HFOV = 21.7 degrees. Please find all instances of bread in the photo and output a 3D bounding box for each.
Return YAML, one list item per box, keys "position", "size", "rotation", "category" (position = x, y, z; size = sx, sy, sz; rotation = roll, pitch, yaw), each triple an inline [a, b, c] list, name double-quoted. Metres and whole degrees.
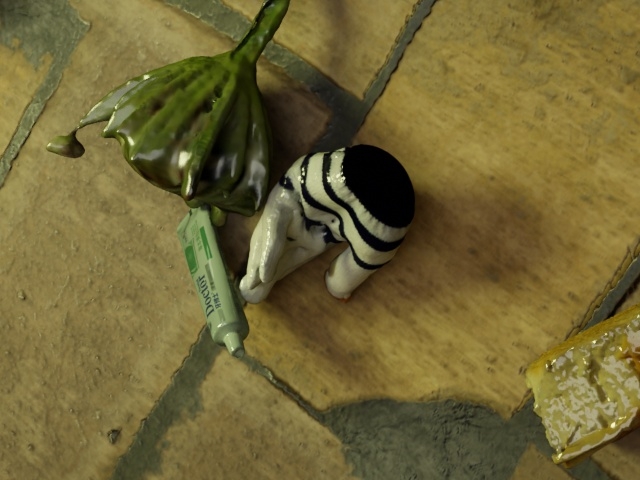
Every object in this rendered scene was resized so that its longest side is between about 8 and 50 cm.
- position: [0.338, 0.103, 1.603]
  size: [0.275, 0.185, 0.114]
  rotation: [-32, 85, 18]
  category: "bread"

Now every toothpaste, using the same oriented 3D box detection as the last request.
- position: [-0.116, 0.041, 1.802]
  size: [0.064, 0.041, 0.218]
  rotation: [-52, 41, 30]
  category: "toothpaste"

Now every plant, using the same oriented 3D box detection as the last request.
- position: [-0.110, -0.185, 1.757]
  size: [0.251, 0.180, 0.333]
  rotation: [34, 105, 29]
  category: "plant"

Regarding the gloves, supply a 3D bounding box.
- position: [-0.004, -0.015, 1.756]
  size: [0.219, 0.140, 0.131]
  rotation: [-26, 61, 49]
  category: "gloves"
